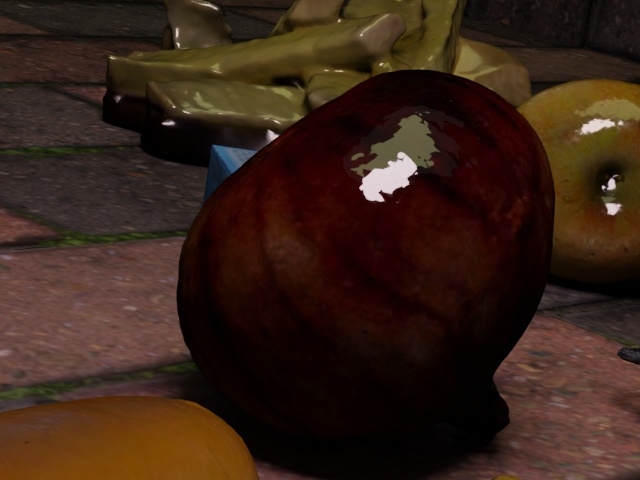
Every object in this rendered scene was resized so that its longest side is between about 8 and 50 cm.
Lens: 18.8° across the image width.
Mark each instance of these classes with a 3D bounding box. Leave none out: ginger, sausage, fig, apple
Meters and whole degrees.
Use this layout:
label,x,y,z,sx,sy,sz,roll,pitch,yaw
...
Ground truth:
label,x,y,z,sx,sy,sz,roll,pitch,yaw
ginger,-0.013,-0.193,1.932,0.413,0.211,0.358,0,15,-33
sausage,-0.106,0.118,0.807,0.112,0.112,0.328,18,13,29
fig,0.034,0.015,1.103,0.235,0.235,0.214,-9,60,-54
apple,0.225,-0.050,1.588,0.182,0.182,0.155,10,2,1

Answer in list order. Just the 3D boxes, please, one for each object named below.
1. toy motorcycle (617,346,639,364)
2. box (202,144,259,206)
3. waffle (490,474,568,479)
label,x,y,z,sx,sy,sz,roll,pitch,yaw
toy motorcycle,0.309,0.092,1.231,0.221,0.102,0.150,8,1,-10
box,0.000,0.000,1.406,0.142,0.083,0.232,6,13,-14
waffle,0.180,0.176,0.881,0.291,0.051,0.291,10,16,-3
